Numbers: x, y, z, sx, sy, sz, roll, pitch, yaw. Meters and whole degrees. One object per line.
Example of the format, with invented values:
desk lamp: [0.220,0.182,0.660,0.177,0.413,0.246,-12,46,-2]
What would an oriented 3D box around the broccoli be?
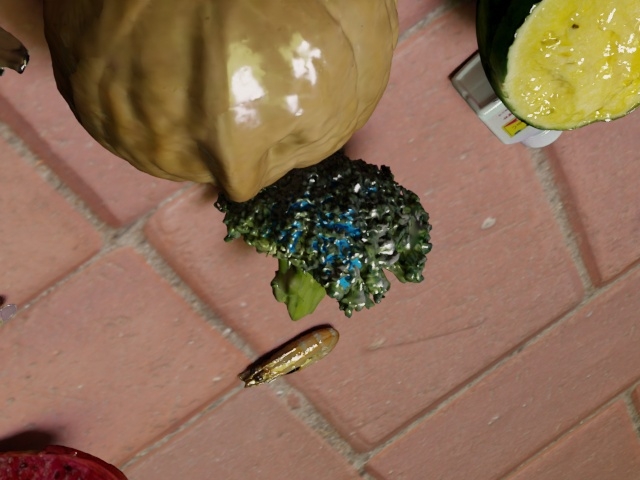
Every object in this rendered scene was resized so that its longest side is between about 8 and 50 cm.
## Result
broccoli: [0.000,0.000,1.334,0.167,0.154,0.160,-13,151,-37]

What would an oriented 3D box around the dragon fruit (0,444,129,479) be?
dragon fruit: [-0.283,0.277,1.481,0.262,0.134,0.211,-6,154,-16]

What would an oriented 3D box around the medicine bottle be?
medicine bottle: [0.171,-0.124,1.418,0.074,0.055,0.118,-41,150,7]

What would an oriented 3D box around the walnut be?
walnut: [-0.061,-0.135,1.022,0.225,0.225,0.261,-29,156,-10]

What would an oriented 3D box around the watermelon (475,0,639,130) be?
watermelon: [0.202,-0.197,1.273,0.204,0.127,0.232,-32,143,-7]

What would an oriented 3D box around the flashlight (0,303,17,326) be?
flashlight: [-0.286,0.080,1.273,0.110,0.031,0.052,-37,150,3]

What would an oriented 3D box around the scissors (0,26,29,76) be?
scissors: [-0.200,-0.119,0.849,0.109,0.300,0.022,-20,116,-23]

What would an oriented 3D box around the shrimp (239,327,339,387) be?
shrimp: [-0.027,0.119,1.598,0.108,0.023,0.059,-29,158,-9]
